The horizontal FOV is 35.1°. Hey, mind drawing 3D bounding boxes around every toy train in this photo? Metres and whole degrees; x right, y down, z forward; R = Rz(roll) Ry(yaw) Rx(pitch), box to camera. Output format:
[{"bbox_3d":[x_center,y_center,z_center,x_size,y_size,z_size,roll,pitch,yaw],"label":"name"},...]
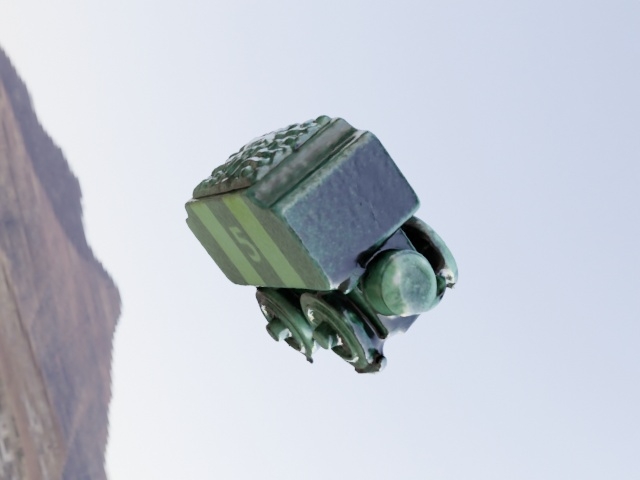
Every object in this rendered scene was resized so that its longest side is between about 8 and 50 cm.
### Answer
[{"bbox_3d":[0.000,0.000,1.012,0.238,0.167,0.299,55,-22,-16],"label":"toy train"}]
